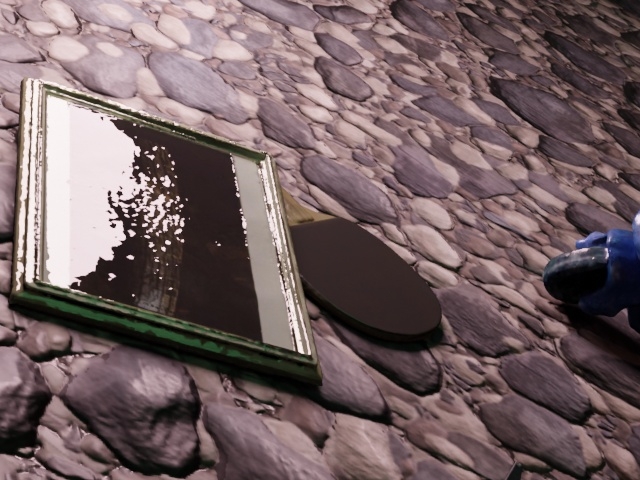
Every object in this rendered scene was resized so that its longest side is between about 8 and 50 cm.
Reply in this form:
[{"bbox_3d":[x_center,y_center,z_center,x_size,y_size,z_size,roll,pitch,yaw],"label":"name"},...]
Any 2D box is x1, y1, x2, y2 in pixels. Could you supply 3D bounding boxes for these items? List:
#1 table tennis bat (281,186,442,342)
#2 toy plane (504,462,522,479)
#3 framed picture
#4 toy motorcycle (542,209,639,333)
[{"bbox_3d":[0.000,0.000,1.208,0.246,0.022,0.138,42,29,25],"label":"table tennis bat"},{"bbox_3d":[0.187,0.202,0.932,0.267,0.088,0.212,28,2,4],"label":"toy plane"},{"bbox_3d":[-0.117,-0.018,1.095,0.231,0.018,0.293,17,31,-22],"label":"framed picture"},{"bbox_3d":[0.382,0.017,1.320,0.319,0.241,0.182,14,35,-26],"label":"toy motorcycle"}]
